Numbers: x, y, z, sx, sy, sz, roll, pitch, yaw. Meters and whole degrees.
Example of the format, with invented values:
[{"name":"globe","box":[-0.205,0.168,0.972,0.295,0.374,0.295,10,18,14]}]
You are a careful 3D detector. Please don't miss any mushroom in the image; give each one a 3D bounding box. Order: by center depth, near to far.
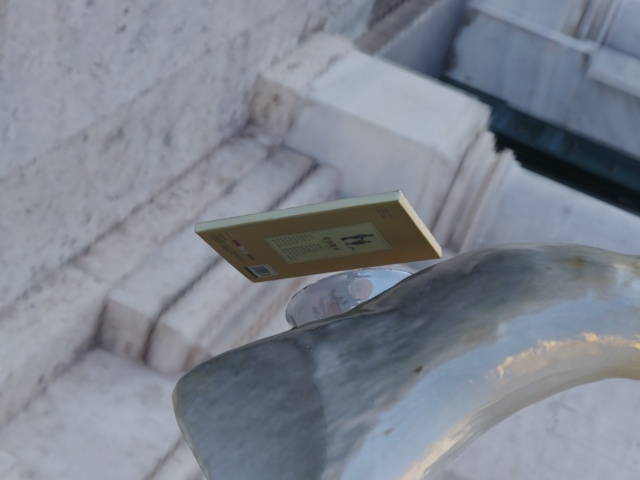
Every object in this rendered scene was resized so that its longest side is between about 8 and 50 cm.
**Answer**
[{"name":"mushroom","box":[0.105,0.091,0.896,0.397,0.177,0.126,-26,135,-16]}]

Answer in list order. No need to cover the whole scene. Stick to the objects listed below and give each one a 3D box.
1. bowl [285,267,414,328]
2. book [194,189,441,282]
[{"name":"bowl","box":[0.054,0.117,1.592,0.189,0.189,0.086,96,-12,-60]},{"name":"book","box":[0.000,0.000,1.051,0.118,0.172,0.012,47,39,-59]}]
